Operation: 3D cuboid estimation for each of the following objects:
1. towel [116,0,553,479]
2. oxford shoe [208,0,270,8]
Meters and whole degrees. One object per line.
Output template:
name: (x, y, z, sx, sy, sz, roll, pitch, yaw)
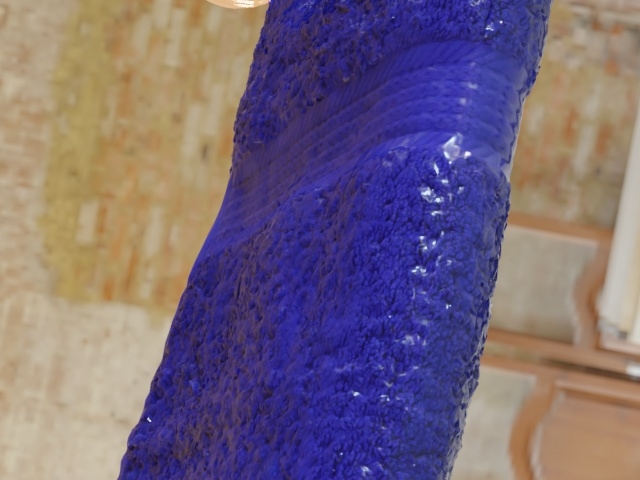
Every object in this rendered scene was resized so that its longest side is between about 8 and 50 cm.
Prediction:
towel: (0.000, 0.000, 0.640, 0.227, 0.076, 0.308, 140, 146, -63)
oxford shoe: (0.031, -0.293, 0.855, 0.363, 0.130, 0.133, -54, -42, -11)
